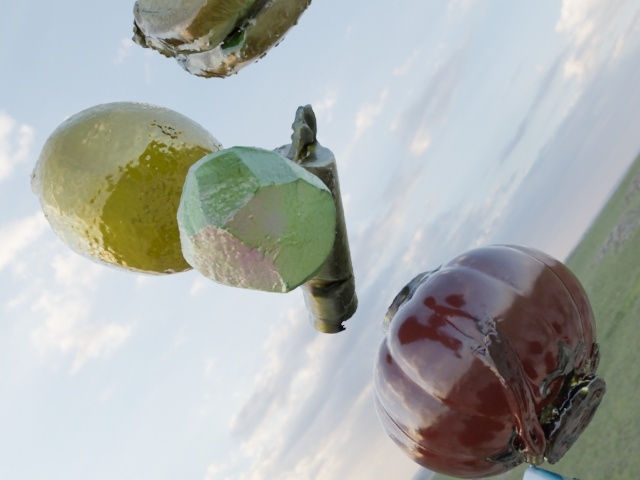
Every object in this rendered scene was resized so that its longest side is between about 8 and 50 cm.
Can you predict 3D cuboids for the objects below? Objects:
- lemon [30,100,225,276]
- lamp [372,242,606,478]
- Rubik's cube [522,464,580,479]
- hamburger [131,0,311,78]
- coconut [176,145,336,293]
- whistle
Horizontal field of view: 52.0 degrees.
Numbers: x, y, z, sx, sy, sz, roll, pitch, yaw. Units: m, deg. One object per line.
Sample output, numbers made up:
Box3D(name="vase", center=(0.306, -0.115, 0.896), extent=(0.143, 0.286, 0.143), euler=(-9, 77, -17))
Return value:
Box3D(name="lemon", center=(-0.237, -0.068, 0.877), extent=(0.263, 0.236, 0.235), euler=(13, -63, -30))
Box3D(name="lamp", center=(0.204, 0.148, 0.808), extent=(0.303, 0.257, 0.303), euler=(-30, -42, -31))
Box3D(name="Rubik's cube", center=(0.249, 0.291, 0.489), extent=(0.213, 0.266, 0.224), euler=(167, 120, -78))
Box3D(name="hamburger", center=(-0.079, -0.247, 0.628), extent=(0.122, 0.215, 0.189), euler=(34, -106, -38))
Box3D(name="coconut", center=(-0.038, -0.013, 0.360), extent=(0.083, 0.082, 0.081), euler=(-43, 25, -5))
Box3D(name="whistle", center=(-0.001, 0.000, 0.633), extent=(0.326, 0.057, 0.067), euler=(79, -166, -58))
